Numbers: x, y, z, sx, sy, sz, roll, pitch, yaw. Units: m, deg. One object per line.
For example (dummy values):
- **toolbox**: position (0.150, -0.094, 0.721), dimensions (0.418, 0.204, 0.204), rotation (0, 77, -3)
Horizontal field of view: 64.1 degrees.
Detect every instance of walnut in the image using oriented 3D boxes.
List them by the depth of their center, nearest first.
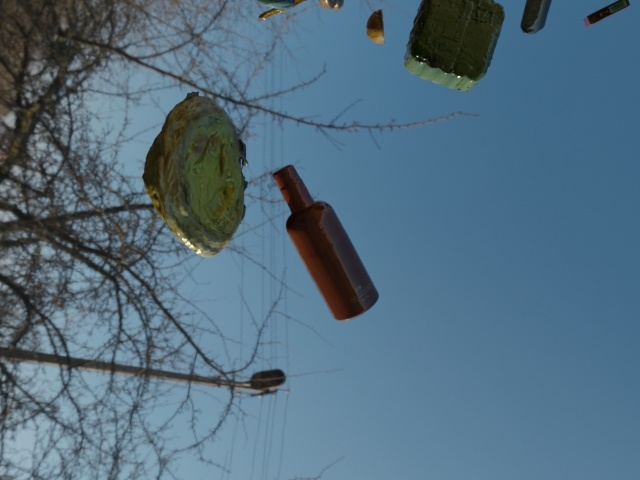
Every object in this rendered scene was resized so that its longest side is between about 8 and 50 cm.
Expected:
- **walnut**: position (0.159, -0.621, 1.488), dimensions (0.121, 0.052, 0.091), rotation (-88, 173, -49)

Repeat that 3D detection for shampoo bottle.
- **shampoo bottle**: position (0.001, 0.000, 0.757), dimensions (0.085, 0.244, 0.085), rotation (-27, -169, 6)

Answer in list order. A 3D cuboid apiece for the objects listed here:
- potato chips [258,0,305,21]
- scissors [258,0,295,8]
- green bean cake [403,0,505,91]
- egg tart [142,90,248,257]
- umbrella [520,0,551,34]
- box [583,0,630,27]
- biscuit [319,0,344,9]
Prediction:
- **potato chips**: position (-0.114, -0.743, 1.628), dimensions (0.204, 0.026, 0.037), rotation (-8, -147, 30)
- **scissors**: position (-0.199, -0.593, 1.173), dimensions (0.041, 0.289, 0.138), rotation (108, -16, -50)
- **green bean cake**: position (0.315, -0.483, 1.226), dimensions (0.113, 0.200, 0.214), rotation (102, 8, -85)
- **egg tart**: position (-0.206, -0.108, 0.860), dimensions (0.095, 0.279, 0.279), rotation (1, -109, 16)
- **umbrella**: position (0.277, -0.323, 0.630), dimensions (0.133, 0.031, 0.036), rotation (88, 14, -46)
- **box**: position (0.625, -0.499, 1.119), dimensions (0.082, 0.051, 0.023), rotation (-23, -84, 22)
- **biscuit**: position (0.013, -0.663, 1.227), dimensions (0.044, 0.295, 0.186), rotation (4, -88, 18)
